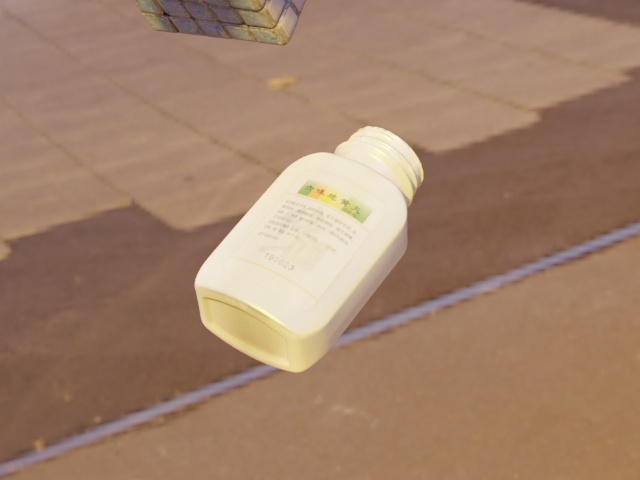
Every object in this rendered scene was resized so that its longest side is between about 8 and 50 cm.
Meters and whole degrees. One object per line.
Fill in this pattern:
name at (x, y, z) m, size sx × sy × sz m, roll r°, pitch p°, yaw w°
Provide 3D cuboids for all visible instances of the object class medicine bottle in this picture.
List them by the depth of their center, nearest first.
medicine bottle at (0.000, 0.000, 1.813) m, size 0.179 × 0.124 × 0.324 m, roll 24°, pitch 57°, yaw 23°

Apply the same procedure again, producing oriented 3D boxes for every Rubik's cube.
Rubik's cube at (-0.142, -0.435, 2.047) m, size 0.237 × 0.237 × 0.238 m, roll 13°, pitch 68°, yaw 27°
